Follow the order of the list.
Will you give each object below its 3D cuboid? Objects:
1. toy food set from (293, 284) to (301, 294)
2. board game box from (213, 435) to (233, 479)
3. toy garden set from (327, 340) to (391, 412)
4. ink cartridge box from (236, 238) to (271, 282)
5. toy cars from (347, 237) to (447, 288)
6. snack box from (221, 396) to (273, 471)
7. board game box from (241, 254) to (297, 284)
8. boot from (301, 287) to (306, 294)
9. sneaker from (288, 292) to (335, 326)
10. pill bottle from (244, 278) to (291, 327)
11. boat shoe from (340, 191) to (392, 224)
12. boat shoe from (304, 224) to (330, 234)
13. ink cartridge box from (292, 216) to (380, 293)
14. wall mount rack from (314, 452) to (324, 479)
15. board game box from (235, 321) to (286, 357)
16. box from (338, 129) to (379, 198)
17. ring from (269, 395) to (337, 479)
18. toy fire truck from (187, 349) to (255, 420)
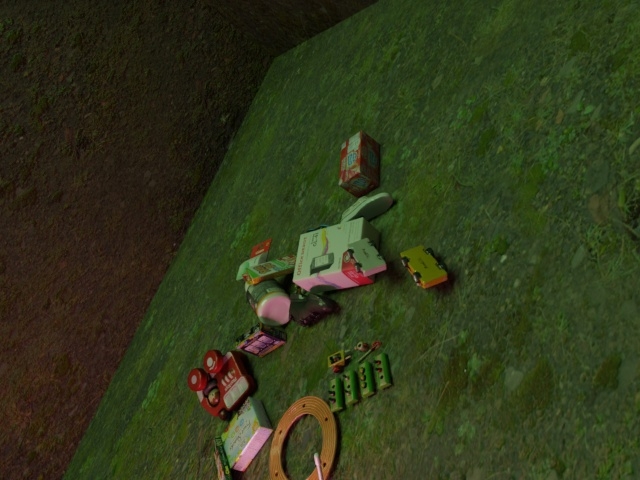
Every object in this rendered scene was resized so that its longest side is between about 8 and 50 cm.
[{"bbox_3d":[-0.096,0.217,2.065,0.078,0.019,0.122,4,67,56],"label":"toy food set"},{"bbox_3d":[-0.370,0.891,1.818,0.260,0.031,0.136,-137,47,-59],"label":"board game box"},{"bbox_3d":[0.110,0.419,1.558,0.244,0.049,0.203,-37,34,28],"label":"toy garden set"},{"bbox_3d":[-0.348,0.098,2.497,0.181,0.056,0.224,-23,48,44],"label":"ink cartridge box"},{"bbox_3d":[0.242,0.085,1.549,0.394,0.087,0.176,9,39,37],"label":"toy cars"},{"bbox_3d":[-0.287,0.744,1.841,0.207,0.070,0.174,-56,32,8],"label":"snack box"},{"bbox_3d":[-0.217,0.130,2.129,0.260,0.039,0.124,-18,25,-16],"label":"board game box"},{"bbox_3d":[-0.030,0.168,1.979,0.087,0.042,0.118,-16,43,38],"label":"boot"},{"bbox_3d":[-0.038,0.276,1.872,0.286,0.109,0.130,-15,58,61],"label":"sneaker"},{"bbox_3d":[-0.234,0.252,2.095,0.162,0.162,0.278,-57,30,3],"label":"pill bottle"},{"bbox_3d":[0.179,-0.131,1.905,0.267,0.096,0.088,-40,40,43],"label":"boat shoe"},{"bbox_3d":[0.000,0.000,2.049,0.089,0.109,0.258,-58,14,-20],"label":"boat shoe"},{"bbox_3d":[0.060,0.063,1.822,0.307,0.131,0.225,-14,53,34],"label":"ink cartridge box"},{"bbox_3d":[0.028,0.784,1.301,0.350,0.131,0.303,7,70,56],"label":"wall mount rack"},{"bbox_3d":[-0.249,0.418,1.995,0.170,0.141,0.048,-38,39,31],"label":"board game box"},{"bbox_3d":[0.169,-0.328,2.049,0.128,0.123,0.256,-31,42,39],"label":"box"},{"bbox_3d":[-0.056,0.694,1.595,0.337,0.032,0.336,-36,38,35],"label":"ring"},{"bbox_3d":[-0.425,0.631,2.070,0.302,0.169,0.253,-50,51,18],"label":"toy fire truck"}]
